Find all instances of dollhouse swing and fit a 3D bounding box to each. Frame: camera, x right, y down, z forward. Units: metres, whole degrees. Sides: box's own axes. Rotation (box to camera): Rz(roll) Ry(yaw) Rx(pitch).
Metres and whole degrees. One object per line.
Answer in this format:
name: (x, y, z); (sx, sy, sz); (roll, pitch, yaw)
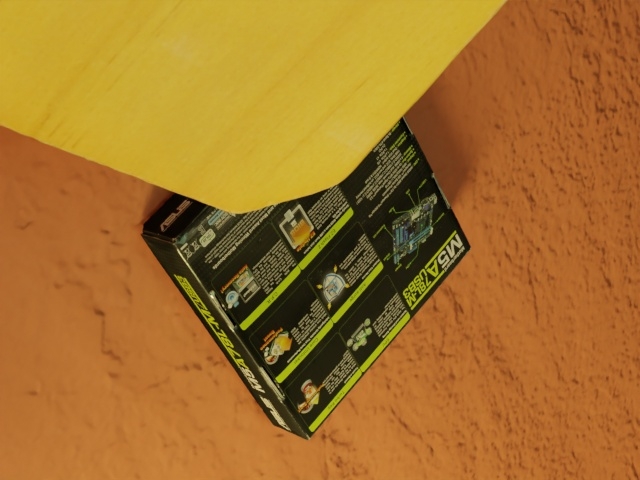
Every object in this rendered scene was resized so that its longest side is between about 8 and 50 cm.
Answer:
dollhouse swing: (-0.040, -0.240, 0.486); (0.347, 0.305, 0.315); (20, 45, -43)

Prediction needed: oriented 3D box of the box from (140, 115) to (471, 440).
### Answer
box: (0.000, 0.000, 0.779); (0.191, 0.045, 0.184); (-48, 129, -23)
